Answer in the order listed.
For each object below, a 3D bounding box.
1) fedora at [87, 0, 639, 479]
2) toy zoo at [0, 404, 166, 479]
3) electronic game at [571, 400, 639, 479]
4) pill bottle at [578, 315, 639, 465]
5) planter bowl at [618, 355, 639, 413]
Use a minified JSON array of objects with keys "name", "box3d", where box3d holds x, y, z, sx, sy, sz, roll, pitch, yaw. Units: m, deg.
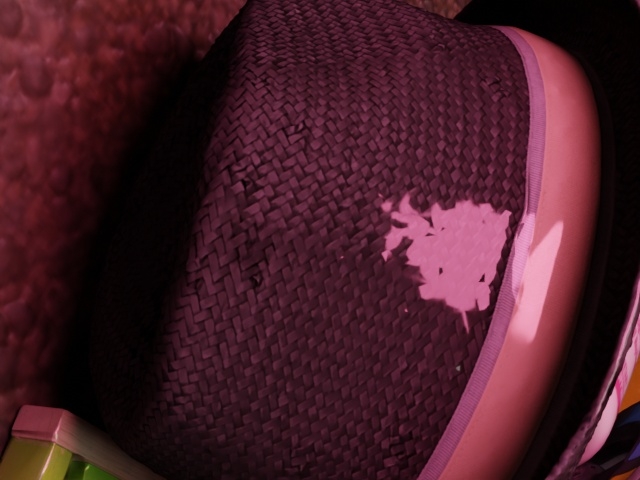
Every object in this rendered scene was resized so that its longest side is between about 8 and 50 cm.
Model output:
[{"name":"fedora","box3d":[0.000,0.000,0.502,0.153,0.334,0.334,23,68,-19]},{"name":"toy zoo","box3d":[-0.109,0.242,0.494,0.192,0.030,0.293,44,55,-44]},{"name":"electronic game","box3d":[0.137,0.168,0.698,0.048,0.229,0.229,49,40,7]},{"name":"pill bottle","box3d":[0.143,-0.008,0.734,0.283,0.160,0.160,-57,133,-37]},{"name":"planter bowl","box3d":[0.221,0.102,0.901,0.217,0.090,0.217,0,90,-55]}]
